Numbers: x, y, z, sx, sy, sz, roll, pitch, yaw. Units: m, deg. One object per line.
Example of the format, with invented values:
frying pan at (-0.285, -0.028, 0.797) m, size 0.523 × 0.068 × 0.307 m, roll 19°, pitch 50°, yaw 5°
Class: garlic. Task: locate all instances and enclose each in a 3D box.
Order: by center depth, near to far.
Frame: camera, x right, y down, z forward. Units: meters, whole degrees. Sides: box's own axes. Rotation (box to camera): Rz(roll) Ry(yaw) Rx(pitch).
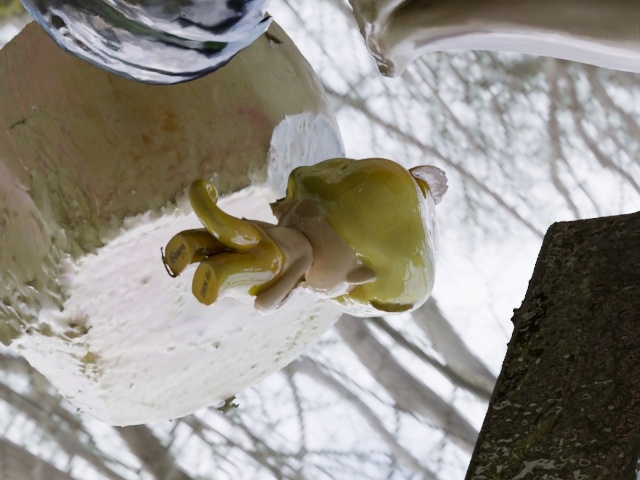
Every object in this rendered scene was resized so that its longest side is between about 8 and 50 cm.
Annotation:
garlic at (0.191, -0.233, 1.292) m, size 0.340 × 0.231 × 0.246 m, roll 17°, pitch -130°, yaw 30°

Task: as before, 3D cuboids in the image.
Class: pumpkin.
pumpkin at (-0.147, -0.280, 1.408) m, size 0.296 × 0.296 × 0.295 m, roll -14°, pitch -122°, yaw 23°

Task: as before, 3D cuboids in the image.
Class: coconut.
coconut at (-0.164, -0.061, 1.755) m, size 0.405 × 0.404 × 0.404 m, roll -14°, pitch -122°, yaw 23°

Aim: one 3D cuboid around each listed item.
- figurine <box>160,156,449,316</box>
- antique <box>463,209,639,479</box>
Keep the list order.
figurine at (0.000, 0.000, 1.393) m, size 0.156 × 0.246 × 0.131 m, roll 43°, pitch -54°, yaw 30°
antique at (0.119, 0.089, 0.774) m, size 0.080 × 0.081 × 0.221 m, roll -9°, pitch -140°, yaw 32°
